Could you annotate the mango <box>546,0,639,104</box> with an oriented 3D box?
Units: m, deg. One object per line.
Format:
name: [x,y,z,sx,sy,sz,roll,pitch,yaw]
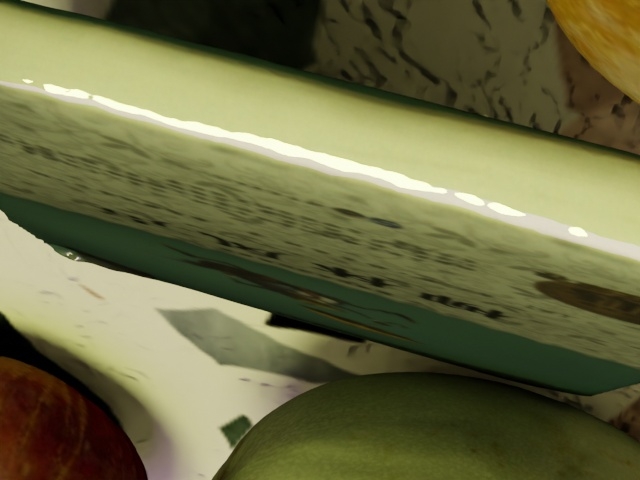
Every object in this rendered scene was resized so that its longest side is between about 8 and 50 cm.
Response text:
mango: [0.219,-0.084,0.341,0.384,0.199,0.221,10,144,8]

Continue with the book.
book: [0.000,0.000,0.556,0.264,0.031,0.379,16,172,3]

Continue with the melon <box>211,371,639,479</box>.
melon: [0.077,0.194,0.738,0.272,0.271,0.308,-14,141,37]

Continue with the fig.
fig: [-0.192,0.154,0.850,0.205,0.205,0.205,11,144,8]
